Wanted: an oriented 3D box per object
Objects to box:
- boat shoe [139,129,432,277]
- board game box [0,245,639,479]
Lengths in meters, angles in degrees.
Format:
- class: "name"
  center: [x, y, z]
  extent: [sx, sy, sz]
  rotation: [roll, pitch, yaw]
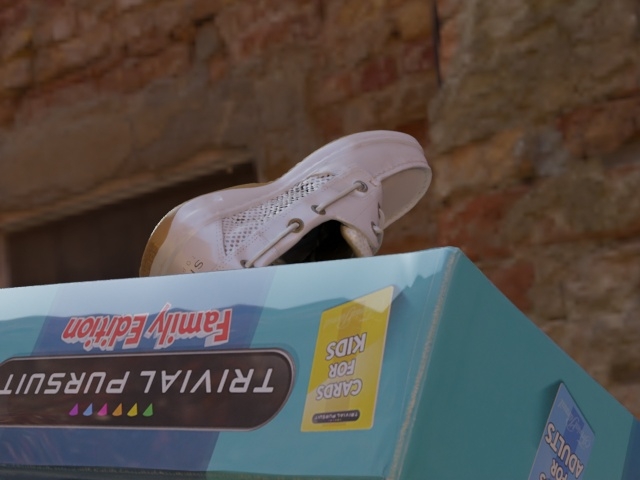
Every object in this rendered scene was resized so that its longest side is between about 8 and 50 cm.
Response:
- class: "boat shoe"
  center: [0.000, 0.000, 1.033]
  extent: [0.277, 0.096, 0.098]
  rotation: [-26, -36, -42]
- class: "board game box"
  center: [0.033, 0.126, 0.579]
  extent: [0.254, 0.079, 0.336]
  rotation: [-6, -34, 41]
